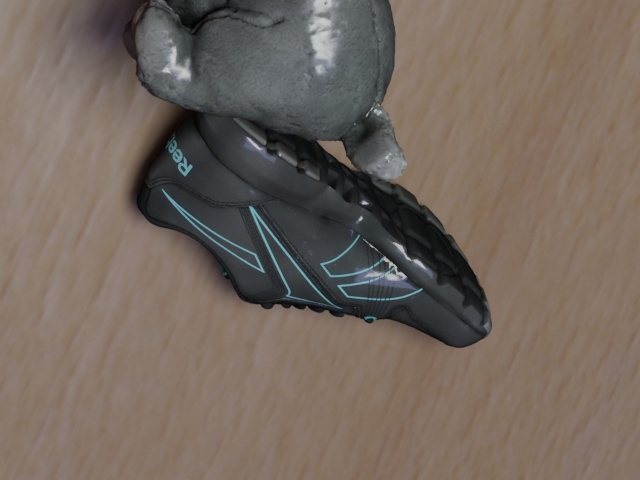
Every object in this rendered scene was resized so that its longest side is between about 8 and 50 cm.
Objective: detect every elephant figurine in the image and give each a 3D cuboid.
[{"bbox_3d":[-0.016,-0.188,1.082,0.186,0.169,0.239,14,114,-9],"label":"elephant figurine"}]

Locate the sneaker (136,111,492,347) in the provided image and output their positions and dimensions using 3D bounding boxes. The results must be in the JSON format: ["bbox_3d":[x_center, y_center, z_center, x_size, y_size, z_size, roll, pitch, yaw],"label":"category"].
[{"bbox_3d":[0.000,0.000,1.285,0.267,0.101,0.106,36,112,-27],"label":"sneaker"}]
